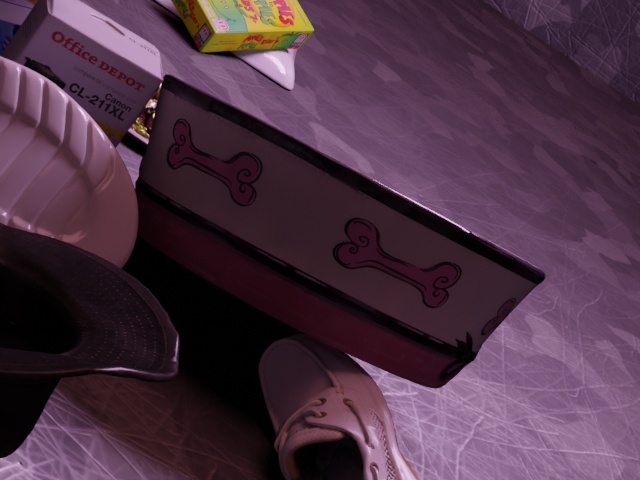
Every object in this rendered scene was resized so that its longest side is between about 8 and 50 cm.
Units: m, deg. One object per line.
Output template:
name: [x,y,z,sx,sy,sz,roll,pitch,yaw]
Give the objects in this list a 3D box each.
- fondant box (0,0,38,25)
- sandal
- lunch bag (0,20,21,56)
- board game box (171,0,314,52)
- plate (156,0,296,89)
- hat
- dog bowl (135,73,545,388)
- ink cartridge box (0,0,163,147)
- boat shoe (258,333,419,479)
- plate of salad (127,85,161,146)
fondant box: [-0.383,-0.337,1.847,0.330,0.096,0.238,14,35,-2]
sandal: [-0.342,-0.095,1.599,0.416,0.169,0.102,30,-20,-21]
lunch bag: [-0.414,-0.312,1.983,0.293,0.138,0.221,26,25,-6]
board game box: [-0.104,-0.304,2.521,0.181,0.043,0.092,-8,61,-44]
plate: [-0.138,-0.342,2.650,0.277,0.045,0.278,34,20,-12]
hat: [-0.270,0.075,1.301,0.331,0.134,0.331,20,13,-5]
dog bowl: [0.000,0.000,1.779,0.408,0.150,0.408,28,1,-1]
ink cartridge box: [-0.246,-0.127,1.746,0.127,0.175,0.072,30,20,-21]
boat shoe: [0.008,0.177,1.608,0.096,0.098,0.277,19,27,-45]
plate of salad: [-0.187,-0.153,2.112,0.200,0.048,0.200,33,20,-14]
